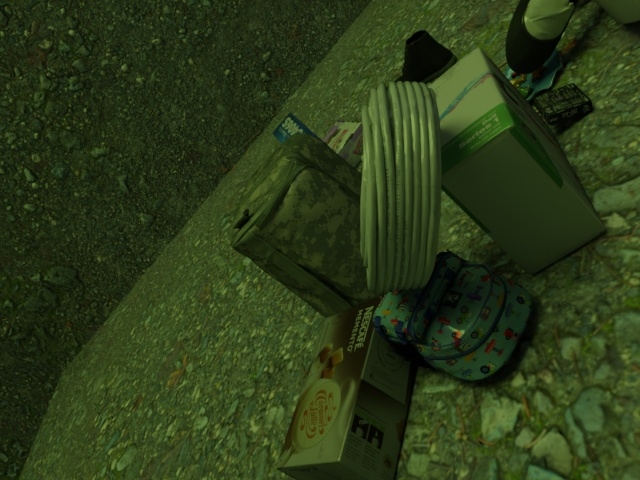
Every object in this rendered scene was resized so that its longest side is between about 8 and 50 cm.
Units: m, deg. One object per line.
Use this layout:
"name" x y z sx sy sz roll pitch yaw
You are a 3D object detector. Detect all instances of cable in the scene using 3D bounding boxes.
"cable" 0.093 -0.061 0.678 0.257 0.089 0.257 64 -153 -81

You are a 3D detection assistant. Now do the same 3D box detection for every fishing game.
"fishing game" 0.369 -0.298 1.052 0.189 0.041 0.264 -33 29 43

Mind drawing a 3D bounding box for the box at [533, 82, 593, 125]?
"box" 0.385 -0.219 0.888 0.067 0.018 0.083 -20 31 14

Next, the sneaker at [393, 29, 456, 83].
"sneaker" 0.239 -0.468 1.466 0.222 0.118 0.083 -21 37 52

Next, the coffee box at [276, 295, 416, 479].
"coffee box" 0.048 0.219 0.793 0.141 0.098 0.247 -28 32 45

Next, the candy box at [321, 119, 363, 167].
"candy box" 0.053 -0.251 1.558 0.165 0.070 0.196 -52 22 -1

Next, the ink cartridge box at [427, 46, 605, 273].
"ink cartridge box" 0.255 -0.123 0.780 0.117 0.201 0.278 -38 25 29

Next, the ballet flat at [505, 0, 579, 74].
"ballet flat" 0.406 -0.428 0.961 0.281 0.095 0.096 -64 -3 0

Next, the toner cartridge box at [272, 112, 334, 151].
"toner cartridge box" 0.013 -0.175 1.298 0.075 0.165 0.348 -48 34 8

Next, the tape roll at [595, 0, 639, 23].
"tape roll" 0.571 -0.492 0.799 0.392 0.072 0.392 -49 9 11

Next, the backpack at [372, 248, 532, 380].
"backpack" 0.173 0.094 0.720 0.158 0.117 0.173 -56 23 -14

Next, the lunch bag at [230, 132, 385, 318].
"lunch bag" 0.000 0.000 0.971 0.212 0.305 0.256 -41 20 31
